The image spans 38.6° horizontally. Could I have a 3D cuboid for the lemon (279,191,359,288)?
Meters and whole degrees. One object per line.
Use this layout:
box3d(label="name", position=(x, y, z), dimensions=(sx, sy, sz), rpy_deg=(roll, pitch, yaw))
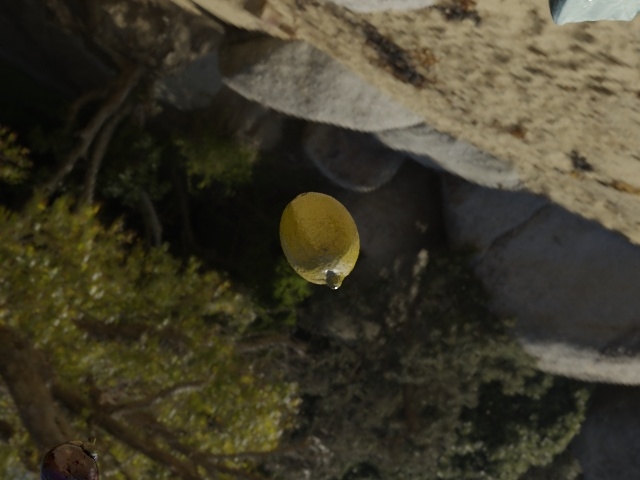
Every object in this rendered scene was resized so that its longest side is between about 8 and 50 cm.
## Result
box3d(label="lemon", position=(0.000, 0.000, 0.962), dimensions=(0.082, 0.082, 0.111), rpy_deg=(24, -144, -55))

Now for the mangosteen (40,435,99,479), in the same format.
box3d(label="mangosteen", position=(-0.326, 0.302, 1.198), dimensions=(0.081, 0.081, 0.081), rpy_deg=(33, -174, -4))

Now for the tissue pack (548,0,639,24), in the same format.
box3d(label="tissue pack", position=(0.240, -0.363, 0.751), dimensions=(0.103, 0.316, 0.228), rpy_deg=(-2, 175, 2))
